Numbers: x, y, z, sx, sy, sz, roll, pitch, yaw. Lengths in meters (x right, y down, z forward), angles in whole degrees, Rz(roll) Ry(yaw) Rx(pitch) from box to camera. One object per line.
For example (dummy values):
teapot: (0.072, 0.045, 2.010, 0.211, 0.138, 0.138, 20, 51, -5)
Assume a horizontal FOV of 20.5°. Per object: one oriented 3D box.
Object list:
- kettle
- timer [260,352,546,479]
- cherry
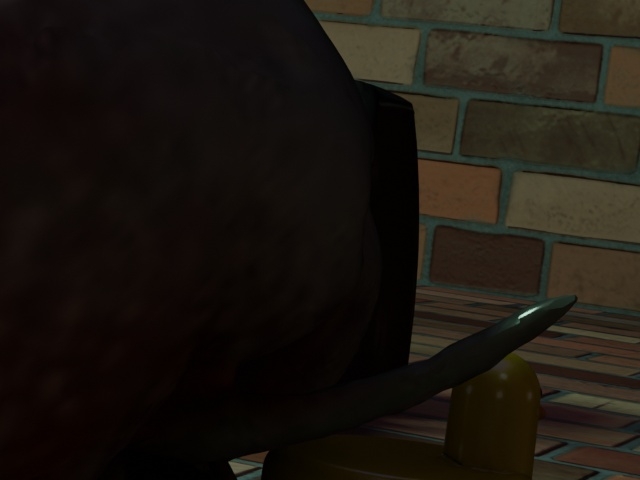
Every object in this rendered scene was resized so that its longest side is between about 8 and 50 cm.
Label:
kettle: (0.000, 0.000, 1.260, 0.144, 0.232, 0.202, 6, 3, 3)
timer: (0.031, 0.092, 0.661, 0.107, 0.109, 0.107, 7, 3, 0)
cherry: (-0.132, -0.029, 0.622, 0.326, 0.291, 0.335, 23, 32, -45)
